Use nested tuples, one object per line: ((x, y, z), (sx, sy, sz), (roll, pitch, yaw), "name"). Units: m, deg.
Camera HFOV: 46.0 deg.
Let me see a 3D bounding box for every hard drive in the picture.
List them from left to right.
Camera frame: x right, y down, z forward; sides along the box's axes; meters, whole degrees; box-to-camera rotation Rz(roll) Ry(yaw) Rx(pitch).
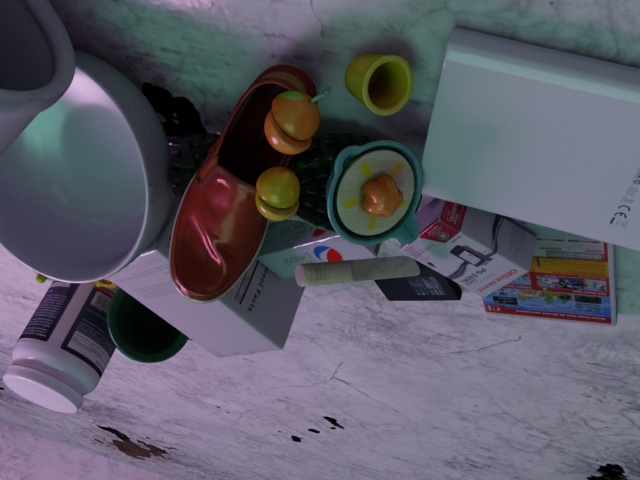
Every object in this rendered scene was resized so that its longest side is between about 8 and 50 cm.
((0.156, 0.068, 1.254), (0.135, 0.022, 0.094), (-4, 141, 33), "hard drive")
((0.301, -0.102, 0.874), (0.352, 0.047, 0.233), (15, 141, 8), "hard drive")

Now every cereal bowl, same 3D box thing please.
((-0.351, -0.117, 1.098), (0.338, 0.141, 0.339), (9, 115, 21), "cereal bowl")

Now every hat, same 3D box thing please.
((-0.372, 0.169, 1.640), (0.183, 0.172, 0.209), (-166, 56, -72), "hat")

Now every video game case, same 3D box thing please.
((0.323, 0.032, 1.102), (0.204, 0.025, 0.285), (4, 143, 25), "video game case")

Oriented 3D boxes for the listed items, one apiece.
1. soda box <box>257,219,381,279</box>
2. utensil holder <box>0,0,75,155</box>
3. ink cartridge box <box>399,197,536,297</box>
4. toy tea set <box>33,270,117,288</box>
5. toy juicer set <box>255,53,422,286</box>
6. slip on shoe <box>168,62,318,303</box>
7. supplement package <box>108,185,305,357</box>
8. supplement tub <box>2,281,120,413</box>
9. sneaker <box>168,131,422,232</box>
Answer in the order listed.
((0.000, 0.000, 1.192), (0.216, 0.074, 0.069), (-16, 133, 44), "soda box")
((-0.538, -0.167, 0.876), (0.385, 0.328, 0.327), (-38, 120, 22), "utensil holder")
((0.205, 0.006, 1.047), (0.150, 0.063, 0.109), (29, 147, -11), "ink cartridge box")
((-0.438, 0.027, 1.433), (0.200, 0.124, 0.336), (32, 146, -17), "toy tea set")
((0.032, -0.044, 0.908), (0.089, 0.209, 0.329), (39, 147, 53), "toy juicer set")
((-0.105, -0.067, 0.944), (0.123, 0.101, 0.331), (28, 103, 0), "slip on shoe")
((-0.188, 0.046, 1.272), (0.177, 0.175, 0.293), (-14, 134, 40), "supplement package")
((-0.538, 0.212, 1.629), (0.191, 0.272, 0.191), (15, 148, 10), "supplement tub")
((-0.027, -0.088, 1.062), (0.343, 0.134, 0.146), (9, -177, 6), "sneaker")
